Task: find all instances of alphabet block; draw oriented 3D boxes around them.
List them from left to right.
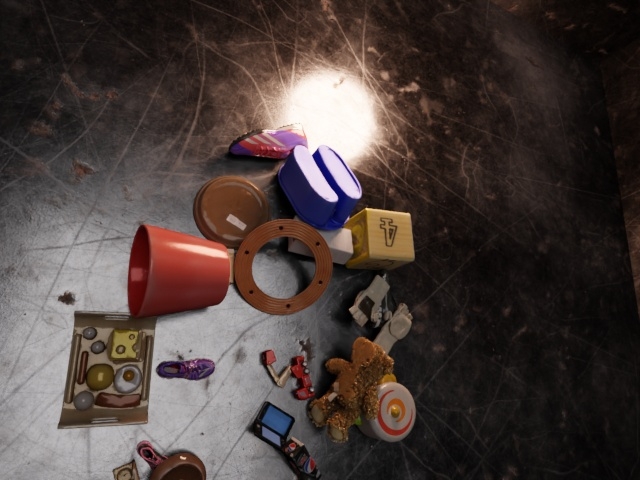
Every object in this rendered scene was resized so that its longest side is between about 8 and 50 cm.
[{"bbox_3d":[0.218,0.002,1.595,0.197,0.192,0.193,5,71,-23],"label":"alphabet block"}]

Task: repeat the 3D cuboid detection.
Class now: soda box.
[{"bbox_3d":[-0.057,0.688,1.291,0.053,0.060,0.168,-42,124,-33],"label":"soda box"}]

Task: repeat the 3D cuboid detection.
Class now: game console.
[{"bbox_3d":[-0.142,0.588,1.319,0.122,0.107,0.071,36,91,-11],"label":"game console"}]

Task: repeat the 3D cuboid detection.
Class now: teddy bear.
[{"bbox_3d":[0.104,0.494,1.386,0.113,0.245,0.337,44,61,-41],"label":"teddy bear"}]

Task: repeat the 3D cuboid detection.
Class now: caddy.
[{"bbox_3d":[-0.009,-0.195,1.549,0.242,0.179,0.341,-11,61,-37],"label":"caddy"}]

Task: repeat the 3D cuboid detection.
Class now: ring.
[{"bbox_3d":[-0.124,0.092,1.429,0.337,0.032,0.335,-3,101,-14],"label":"ring"}]

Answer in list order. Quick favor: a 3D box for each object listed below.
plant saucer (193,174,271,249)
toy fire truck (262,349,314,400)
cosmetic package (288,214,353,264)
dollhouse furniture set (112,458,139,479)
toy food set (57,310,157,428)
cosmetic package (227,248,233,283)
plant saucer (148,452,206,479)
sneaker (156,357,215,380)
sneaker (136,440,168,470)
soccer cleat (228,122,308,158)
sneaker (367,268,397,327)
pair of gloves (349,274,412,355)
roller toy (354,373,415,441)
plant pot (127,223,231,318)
[{"bbox_3d":[-0.301,-0.105,1.469,0.278,0.041,0.277,7,72,-24],"label":"plant saucer"},{"bbox_3d":[-0.106,0.445,1.389,0.136,0.047,0.191,-12,81,-27],"label":"toy fire truck"},{"bbox_3d":[0.000,0.000,1.537,0.231,0.085,0.117,15,48,-19],"label":"cosmetic package"},{"bbox_3d":[-0.537,0.680,1.073,0.151,0.123,0.143,-15,81,-28],"label":"dollhouse furniture set"},{"bbox_3d":[-0.584,0.353,1.167,0.220,0.092,0.305,6,73,-23],"label":"toy food set"},{"bbox_3d":[-0.315,0.089,1.392,0.041,0.060,0.114,4,74,-24],"label":"cosmetic package"},{"bbox_3d":[-0.397,0.686,1.167,0.169,0.029,0.168,1,88,-33],"label":"plant saucer"},{"bbox_3d":[-0.400,0.390,1.255,0.170,0.071,0.068,2,74,-25],"label":"sneaker"},{"bbox_3d":[-0.463,0.612,1.167,0.119,0.057,0.047,44,60,-9],"label":"sneaker"},{"bbox_3d":[-0.184,-0.353,1.564,0.319,0.109,0.116,-21,88,-31],"label":"soccer cleat"},{"bbox_3d":[0.246,0.228,1.607,0.106,0.078,0.234,17,72,-23],"label":"sneaker"},{"bbox_3d":[0.228,0.272,1.524,0.204,0.042,0.240,-43,99,-24],"label":"pair of gloves"},{"bbox_3d":[0.225,0.584,1.445,0.191,0.146,0.209,48,60,-7],"label":"roller toy"},{"bbox_3d":[-0.417,0.094,1.242,0.244,0.275,0.274,6,72,-35],"label":"plant pot"}]
